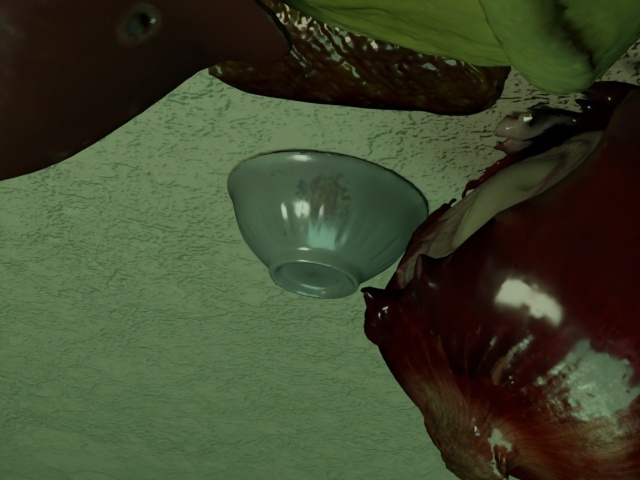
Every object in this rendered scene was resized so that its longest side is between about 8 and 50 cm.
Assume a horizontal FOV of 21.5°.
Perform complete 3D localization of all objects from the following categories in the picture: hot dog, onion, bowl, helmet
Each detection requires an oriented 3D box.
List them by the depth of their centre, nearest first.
[{"bbox_3d":[-0.235,-0.150,0.934,0.385,0.230,0.337,42,173,1],"label":"helmet"},{"bbox_3d":[0.025,-0.147,1.180,0.226,0.099,0.160,5,155,13],"label":"hot dog"},{"bbox_3d":[0.212,0.049,1.290,0.341,0.341,0.341,8,155,4],"label":"onion"},{"bbox_3d":[0.000,0.000,1.527,0.189,0.086,0.189,9,156,4],"label":"bowl"}]

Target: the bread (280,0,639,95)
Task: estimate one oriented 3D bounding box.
[{"bbox_3d":[0.066,-0.226,0.851,0.320,0.237,0.320,23,161,8],"label":"bread"}]
